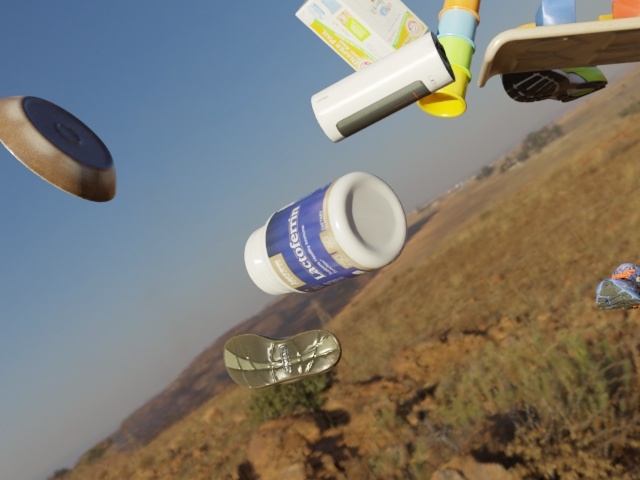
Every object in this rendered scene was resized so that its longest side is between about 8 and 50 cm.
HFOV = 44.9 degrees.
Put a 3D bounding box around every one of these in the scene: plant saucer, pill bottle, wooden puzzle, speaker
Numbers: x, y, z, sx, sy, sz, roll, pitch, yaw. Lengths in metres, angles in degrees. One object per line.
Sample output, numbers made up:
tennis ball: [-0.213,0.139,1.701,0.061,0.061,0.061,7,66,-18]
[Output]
plant saucer: [-0.347,-0.132,1.037,0.036,0.198,0.198,-47,-5,14]
pill bottle: [0.000,0.000,1.252,0.264,0.153,0.153,-24,6,47]
wooden puzzle: [0.423,-0.325,1.217,0.348,0.080,0.322,-8,2,10]
speaker: [0.062,-0.150,0.759,0.136,0.055,0.055,-25,1,20]

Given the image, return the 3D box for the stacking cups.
stacking cups: [0.263,-0.391,1.480,0.096,0.096,0.316,140,148,-67]

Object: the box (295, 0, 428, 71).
box: [0.077,-0.399,1.412,0.114,0.203,0.103,-25,29,57]

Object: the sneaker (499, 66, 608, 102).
sneaker: [0.442,-0.343,1.512,0.300,0.121,0.111,-5,-18,-44]

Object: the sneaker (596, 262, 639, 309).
sneaker: [0.583,0.087,1.490,0.083,0.087,0.221,-16,-15,35]

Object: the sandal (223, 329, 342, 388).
sandal: [-0.058,0.184,1.230,0.219,0.090,0.060,-15,-15,26]
